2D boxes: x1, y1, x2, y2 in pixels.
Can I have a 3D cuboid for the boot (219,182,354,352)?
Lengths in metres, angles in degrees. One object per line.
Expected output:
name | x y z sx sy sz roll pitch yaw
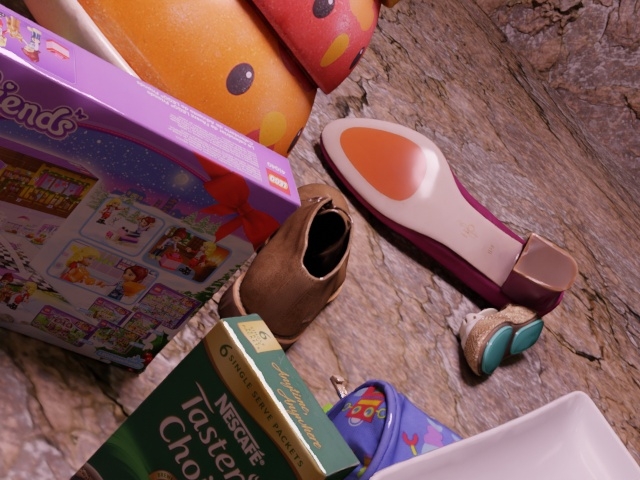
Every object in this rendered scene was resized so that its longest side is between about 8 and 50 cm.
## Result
boot | 0.000 0.000 1.009 0.112 0.115 0.305 39 25 -7

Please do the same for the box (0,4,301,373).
box | -0.188 -0.030 0.672 0.293 0.201 0.057 27 31 -34

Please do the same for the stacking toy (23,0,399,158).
stacking toy | -0.015 -0.291 0.938 0.350 0.480 0.350 50 7 -9

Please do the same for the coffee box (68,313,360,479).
coffee box | -0.074 0.142 0.600 0.040 0.184 0.113 1 50 -57

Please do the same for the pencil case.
pencil case | 0.120 0.245 0.813 0.306 0.119 0.133 39 50 -14

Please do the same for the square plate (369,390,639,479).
square plate | 0.202 0.285 0.699 0.344 0.049 0.347 -4 57 -53

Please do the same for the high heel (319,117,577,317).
high heel | 0.152 -0.018 1.333 0.377 0.127 0.181 38 -16 8

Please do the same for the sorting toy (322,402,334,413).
sorting toy | 0.013 0.177 0.877 0.062 0.012 0.083 41 26 -11

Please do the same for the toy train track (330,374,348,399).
toy train track | 0.034 0.158 0.937 0.048 0.014 0.083 10 41 -50

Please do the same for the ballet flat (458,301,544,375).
ballet flat | 0.204 0.114 1.216 0.067 0.073 0.206 25 14 26
